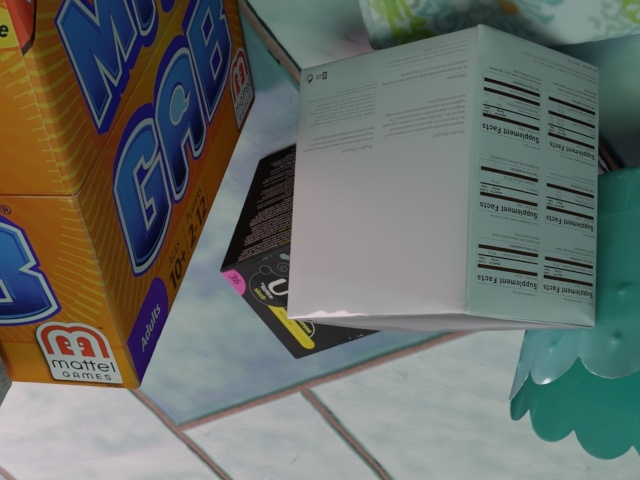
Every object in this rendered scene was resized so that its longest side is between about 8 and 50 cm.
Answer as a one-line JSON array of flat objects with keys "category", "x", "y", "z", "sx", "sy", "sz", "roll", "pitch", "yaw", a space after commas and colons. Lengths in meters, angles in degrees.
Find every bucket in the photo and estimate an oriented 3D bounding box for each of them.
[{"category": "bucket", "x": 0.301, "y": 0.071, "z": 1.025, "sx": 0.281, "sy": 0.183, "sz": 0.281, "roll": 10, "pitch": 158, "yaw": 4}]

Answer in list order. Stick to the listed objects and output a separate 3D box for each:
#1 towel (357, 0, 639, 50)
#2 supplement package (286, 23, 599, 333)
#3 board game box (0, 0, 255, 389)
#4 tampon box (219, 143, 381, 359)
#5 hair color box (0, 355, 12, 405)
[{"category": "towel", "x": 0.168, "y": -0.286, "z": 0.860, "sx": 0.374, "sy": 0.090, "sz": 0.321, "roll": -6, "pitch": 132, "yaw": 20}, {"category": "supplement package", "x": 0.094, "y": -0.035, "z": 0.959, "sx": 0.149, "sy": 0.203, "sz": 0.194, "roll": 10, "pitch": 170, "yaw": -41}, {"category": "board game box", "x": -0.284, "y": -0.147, "z": 0.916, "sx": 0.356, "sy": 0.357, "sz": 0.356, "roll": 2, "pitch": 132, "yaw": 13}, {"category": "tampon box", "x": 0.000, "y": 0.000, "z": 1.108, "sx": 0.101, "sy": 0.161, "sz": 0.120, "roll": -21, "pitch": 122, "yaw": 30}, {"category": "hair color box", "x": -0.305, "y": 0.143, "z": 0.706, "sx": 0.110, "sy": 0.339, "sz": 0.185, "roll": 1, "pitch": 132, "yaw": 12}]
